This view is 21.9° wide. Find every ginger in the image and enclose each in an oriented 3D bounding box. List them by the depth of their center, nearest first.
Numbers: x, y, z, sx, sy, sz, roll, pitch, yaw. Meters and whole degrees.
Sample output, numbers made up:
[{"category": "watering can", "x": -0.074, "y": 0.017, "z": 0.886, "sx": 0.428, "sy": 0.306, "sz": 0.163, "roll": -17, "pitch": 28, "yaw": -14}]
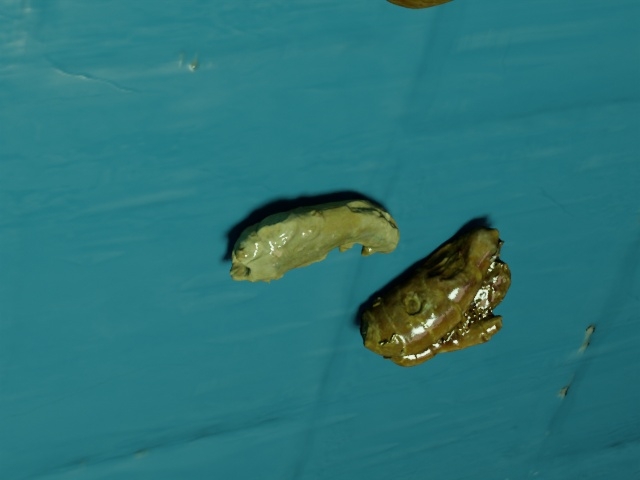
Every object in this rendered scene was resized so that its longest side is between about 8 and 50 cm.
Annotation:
[{"category": "ginger", "x": 0.002, "y": -0.003, "z": 1.395, "sx": 0.173, "sy": 0.051, "sz": 0.069, "roll": -6, "pitch": 137, "yaw": -30}, {"category": "ginger", "x": 0.119, "y": 0.063, "z": 1.533, "sx": 0.162, "sy": 0.073, "sz": 0.103, "roll": -39, "pitch": 143, "yaw": 4}]

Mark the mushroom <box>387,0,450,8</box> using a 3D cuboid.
[{"category": "mushroom", "x": 0.095, "y": -0.276, "z": 1.050, "sx": 0.263, "sy": 0.195, "sz": 0.283, "roll": -67, "pitch": 151, "yaw": -19}]
